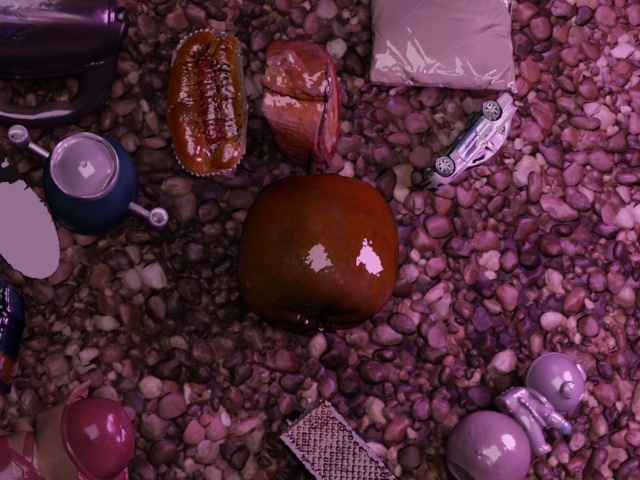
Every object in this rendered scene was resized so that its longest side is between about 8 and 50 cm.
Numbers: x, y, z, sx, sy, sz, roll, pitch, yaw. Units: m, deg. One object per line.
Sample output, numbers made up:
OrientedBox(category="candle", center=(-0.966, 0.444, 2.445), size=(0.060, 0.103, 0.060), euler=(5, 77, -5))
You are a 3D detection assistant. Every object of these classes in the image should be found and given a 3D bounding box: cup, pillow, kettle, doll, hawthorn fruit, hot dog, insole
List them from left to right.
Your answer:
OrientedBox(category="insole", center=(-0.545, -0.075, 1.853), size=(0.109, 0.007, 0.322), euler=(-33, 85, -13))
OrientedBox(category="kettle", center=(-0.486, -0.345, 1.824), size=(0.324, 0.228, 0.321), euler=(3, 105, -11))
OrientedBox(category="doll", center=(-0.411, 0.345, 1.719), size=(0.256, 0.152, 0.196), euler=(-24, 115, 4))
OrientedBox(category="cup", center=(-0.383, -0.103, 1.794), size=(0.299, 0.173, 0.167), euler=(30, 79, -1))
OrientedBox(category="hot dog", center=(-0.198, -0.239, 1.892), size=(0.144, 0.075, 0.268), euler=(-1, 82, -10))
OrientedBox(category="hawthorn fruit", center=(0.000, 0.000, 1.786), size=(0.267, 0.268, 0.301), euler=(4, 77, -6))
OrientedBox(category="pillow", center=(0.219, -0.400, 1.976), size=(0.274, 0.076, 0.281), euler=(3, 73, -9))
OrientedBox(category="doll", center=(0.336, 0.299, 1.828), size=(0.287, 0.151, 0.151), euler=(-43, 87, -16))

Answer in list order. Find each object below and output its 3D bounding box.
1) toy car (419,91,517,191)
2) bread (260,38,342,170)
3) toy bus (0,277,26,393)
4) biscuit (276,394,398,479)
OrientedBox(category="toy car", center=(0.267, -0.165, 1.929), size=(0.076, 0.090, 0.224), euler=(41, 78, -4))
OrientedBox(category="bread", center=(-0.031, -0.245, 1.841), size=(0.123, 0.244, 0.190), euler=(5, 72, 5))
OrientedBox(category="toy bus", center=(-0.642, 0.133, 1.726), size=(0.323, 0.162, 0.194), euler=(12, 75, -3))
OrientedBox(category="biscuit", center=(0.038, 0.377, 1.808), size=(0.106, 0.070, 0.252), euler=(-40, 86, -13))
